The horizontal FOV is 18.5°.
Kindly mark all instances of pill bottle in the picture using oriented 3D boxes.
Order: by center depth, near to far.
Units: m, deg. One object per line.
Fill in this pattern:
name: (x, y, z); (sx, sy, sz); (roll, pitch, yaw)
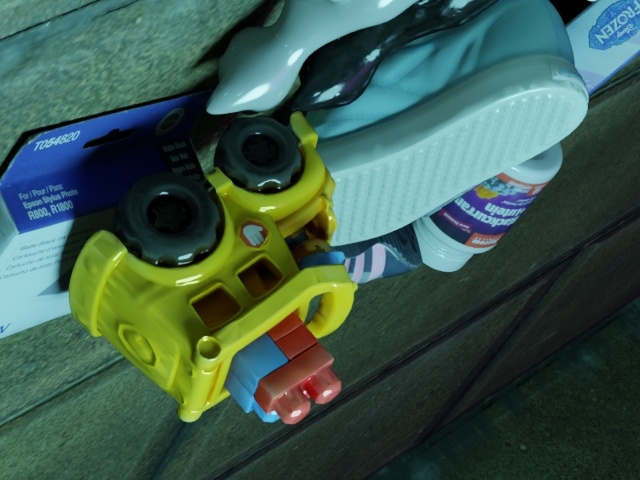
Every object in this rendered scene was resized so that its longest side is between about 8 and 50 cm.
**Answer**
pill bottle: (0.172, -0.054, 2.155); (0.108, 0.108, 0.193); (-25, 159, -44)

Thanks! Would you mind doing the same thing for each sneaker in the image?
sneaker: (0.056, -0.107, 1.688); (0.366, 0.150, 0.135); (-21, 147, 22)
sneaker: (0.000, 0.000, 1.944); (0.131, 0.112, 0.319); (-27, 167, 19)

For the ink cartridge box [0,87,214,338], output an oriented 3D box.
ink cartridge box: (-0.190, -0.011, 1.506); (0.223, 0.045, 0.224); (-21, 156, -52)

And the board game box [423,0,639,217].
board game box: (0.226, -0.158, 1.906); (0.318, 0.066, 0.318); (-39, 180, -7)

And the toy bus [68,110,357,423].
toy bus: (-0.048, 0.037, 1.498); (0.220, 0.211, 0.149); (-35, 161, -28)

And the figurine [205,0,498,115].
figurine: (0.022, -0.167, 1.511); (0.209, 0.092, 0.215); (-42, 165, 25)
